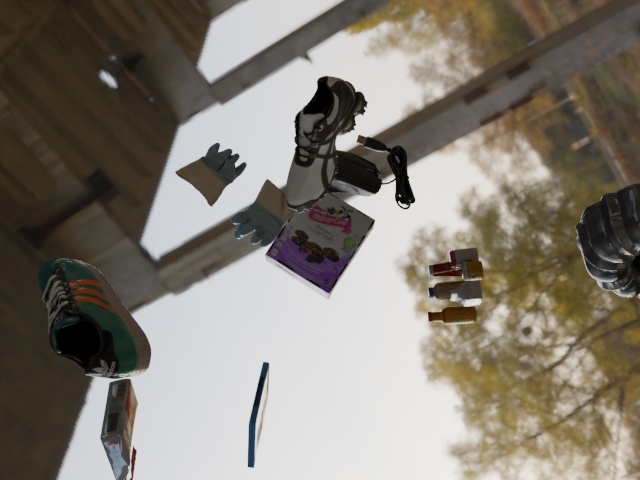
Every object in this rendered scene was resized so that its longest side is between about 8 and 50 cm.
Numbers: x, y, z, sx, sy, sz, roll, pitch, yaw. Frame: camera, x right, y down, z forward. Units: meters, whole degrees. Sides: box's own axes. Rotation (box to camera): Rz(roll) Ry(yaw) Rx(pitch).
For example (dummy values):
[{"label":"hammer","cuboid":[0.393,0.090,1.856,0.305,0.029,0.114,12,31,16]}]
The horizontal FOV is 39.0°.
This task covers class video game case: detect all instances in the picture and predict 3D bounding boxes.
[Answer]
[{"label":"video game case","cuboid":[-0.117,0.329,1.713,0.166,0.015,0.119,-79,-5,-55]}]

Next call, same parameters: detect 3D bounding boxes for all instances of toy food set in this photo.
[{"label":"toy food set","cuboid":[0.277,0.092,1.897,0.232,0.105,0.111,80,-175,-63]}]

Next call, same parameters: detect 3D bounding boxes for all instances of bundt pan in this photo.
[{"label":"bundt pan","cuboid":[0.738,0.021,2.004,0.331,0.331,0.124,48,-143,-39]}]

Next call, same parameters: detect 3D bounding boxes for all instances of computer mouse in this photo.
[{"label":"computer mouse","cuboid":[0.072,-0.166,1.834,0.262,0.060,0.184,11,-133,-13]}]

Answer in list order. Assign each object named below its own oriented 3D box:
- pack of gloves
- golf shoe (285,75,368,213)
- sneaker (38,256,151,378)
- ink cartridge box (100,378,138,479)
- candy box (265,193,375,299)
[{"label":"pack of gloves","cuboid":[-0.150,-0.074,1.580,0.195,0.046,0.232,42,-156,-4]},{"label":"golf shoe","cuboid":[-0.014,-0.139,1.266,0.077,0.198,0.094,19,175,38]},{"label":"sneaker","cuboid":[-0.412,0.123,1.524,0.302,0.108,0.121,38,-158,33]},{"label":"ink cartridge box","cuboid":[-0.337,0.357,1.587,0.145,0.045,0.179,-99,-4,-57]},{"label":"candy box","cuboid":[0.000,0.000,1.967,0.165,0.196,0.070,31,167,6]}]
